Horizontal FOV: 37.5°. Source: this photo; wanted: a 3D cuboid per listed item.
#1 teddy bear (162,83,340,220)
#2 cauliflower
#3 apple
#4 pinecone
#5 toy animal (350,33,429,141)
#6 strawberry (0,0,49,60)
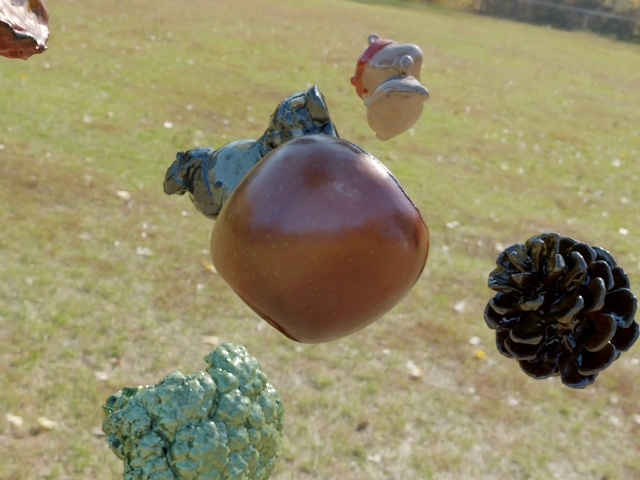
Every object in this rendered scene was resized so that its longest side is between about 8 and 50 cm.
[{"bbox_3d":[-0.064,-0.071,1.204,0.171,0.251,0.144,49,16,-30],"label":"teddy bear"},{"bbox_3d":[-0.186,0.264,1.249,0.250,0.275,0.272,12,40,27],"label":"cauliflower"},{"bbox_3d":[0.000,0.000,0.817,0.181,0.168,0.181,45,-6,6],"label":"apple"},{"bbox_3d":[0.380,0.104,1.506,0.244,0.244,0.309,21,-8,33],"label":"pinecone"},{"bbox_3d":[0.146,-0.325,1.977,0.171,0.171,0.197,4,51,-21],"label":"toy animal"},{"bbox_3d":[-0.565,-0.397,1.427,0.149,0.336,0.265,-28,37,17],"label":"strawberry"}]
